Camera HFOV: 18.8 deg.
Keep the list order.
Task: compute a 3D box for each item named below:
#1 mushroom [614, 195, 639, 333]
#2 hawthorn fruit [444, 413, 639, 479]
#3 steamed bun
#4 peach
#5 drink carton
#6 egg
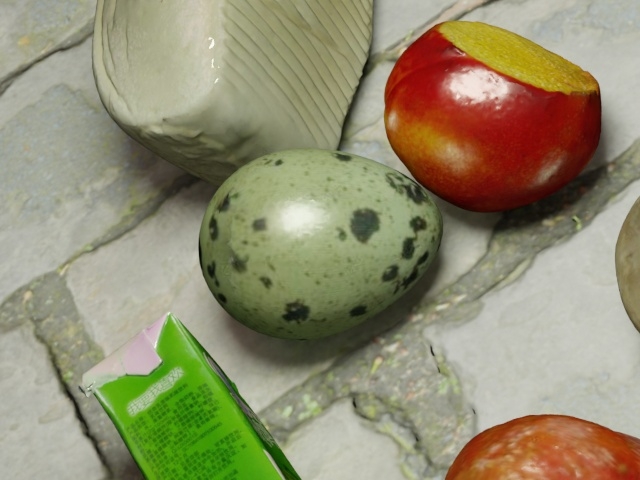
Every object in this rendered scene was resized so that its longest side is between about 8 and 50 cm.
[{"bbox_3d":[0.343,0.004,1.614,0.204,0.204,0.204,-11,56,17],"label":"mushroom"},{"bbox_3d":[0.218,0.257,1.492,0.271,0.242,0.242,6,62,23],"label":"hawthorn fruit"},{"bbox_3d":[-0.098,-0.236,1.930,0.236,0.247,0.383,-3,64,35],"label":"steamed bun"},{"bbox_3d":[0.161,-0.124,1.781,0.192,0.190,0.190,-30,50,27],"label":"peach"},{"bbox_3d":[-0.087,0.209,1.693,0.108,0.161,0.271,-37,53,-2],"label":"drink carton"},{"bbox_3d":[0.000,0.000,1.781,0.228,0.177,0.177,-11,55,3],"label":"egg"}]
